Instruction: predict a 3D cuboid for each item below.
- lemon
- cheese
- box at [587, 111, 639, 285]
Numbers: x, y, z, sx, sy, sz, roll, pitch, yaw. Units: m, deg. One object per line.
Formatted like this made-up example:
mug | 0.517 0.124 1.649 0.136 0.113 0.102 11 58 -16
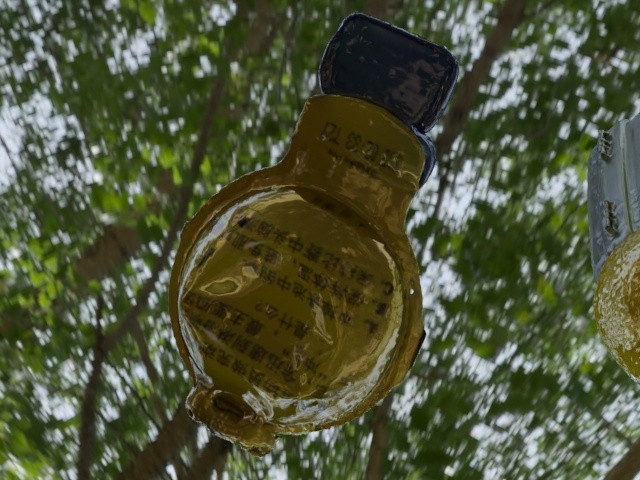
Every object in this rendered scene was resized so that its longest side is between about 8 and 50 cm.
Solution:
lemon | 0.126 0.024 0.494 0.062 0.062 0.083 -20 -143 -9
cheese | 0.000 0.000 0.795 0.156 0.064 0.250 28 -80 17
box | 0.282 -0.024 1.069 0.148 0.129 0.210 33 -148 -12
